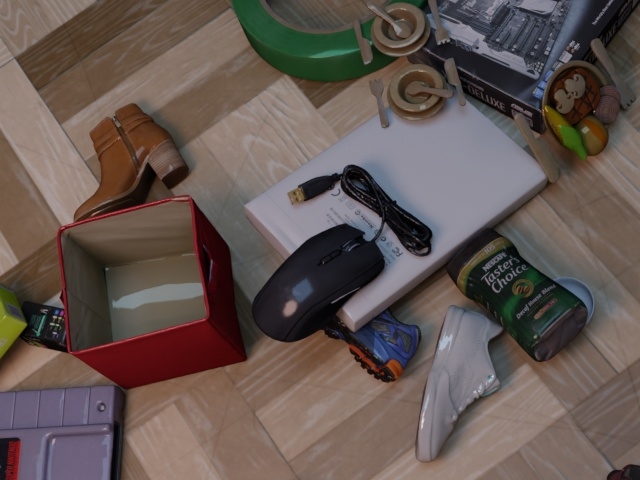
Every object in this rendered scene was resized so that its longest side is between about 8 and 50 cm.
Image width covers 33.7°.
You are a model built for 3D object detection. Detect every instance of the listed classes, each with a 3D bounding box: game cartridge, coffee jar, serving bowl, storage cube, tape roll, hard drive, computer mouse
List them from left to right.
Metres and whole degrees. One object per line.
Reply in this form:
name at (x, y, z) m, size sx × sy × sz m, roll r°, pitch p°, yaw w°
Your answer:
game cartridge at (-0.387, 0.375, 1.417) m, size 0.230 × 0.068 × 0.355 m, roll -4°, pitch 67°, yaw 6°
storage cube at (-0.225, 0.075, 1.431) m, size 0.215 × 0.193 × 0.183 m, roll -15°, pitch 66°, yaw 7°
computer mouse at (0.000, 0.000, 1.358) m, size 0.262 × 0.060 × 0.184 m, roll -34°, pitch 65°, yaw -18°
tape roll at (0.021, -0.402, 1.641) m, size 0.321 × 0.077 × 0.321 m, roll -4°, pitch 68°, yaw 10°
hard drive at (0.105, -0.061, 1.455) m, size 0.353 × 0.047 × 0.233 m, roll -36°, pitch 65°, yaw -18°
coffee jar at (0.252, 0.066, 1.377) m, size 0.096 × 0.079 × 0.184 m, roll -43°, pitch 52°, yaw -4°
serving bowl at (0.322, 0.091, 1.394) m, size 0.083 × 0.027 × 0.083 m, roll -13°, pitch 59°, yaw 23°

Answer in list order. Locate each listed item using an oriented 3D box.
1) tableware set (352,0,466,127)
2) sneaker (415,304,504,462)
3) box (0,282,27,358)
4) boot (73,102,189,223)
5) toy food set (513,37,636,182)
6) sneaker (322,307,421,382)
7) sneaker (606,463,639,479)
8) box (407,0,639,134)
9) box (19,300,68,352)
tableware set at (0.124, -0.261, 1.497) m, size 0.128 × 0.039 × 0.194 m, roll -15°, pitch 66°, yaw 6°
sneaker at (0.183, 0.190, 1.366) m, size 0.094 × 0.080 × 0.212 m, roll 17°, pitch 71°, yaw 6°
box at (-0.494, 0.153, 1.499) m, size 0.178 × 0.042 × 0.109 m, roll -51°, pitch 38°, yaw 6°
boot at (-0.314, -0.111, 1.596) m, size 0.197 × 0.073 × 0.152 m, roll -33°, pitch 66°, yaw -16°
toy food set at (0.359, -0.181, 1.443) m, size 0.192 × 0.132 × 0.038 m, roll -44°, pitch 22°, yaw -18°
sneaker at (0.047, 0.097, 1.437) m, size 0.087 × 0.083 × 0.221 m, roll -38°, pitch 67°, yaw -22°
sneaker at (0.333, 0.360, 1.262) m, size 0.281 × 0.106 × 0.162 m, roll -16°, pitch 46°, yaw 10°
box at (0.308, -0.340, 1.553) m, size 0.242 × 0.076 × 0.307 m, roll 34°, pitch 79°, yaw 22°
box at (-0.385, 0.126, 1.515) m, size 0.083 × 0.062 × 0.052 m, roll 9°, pitch 69°, yaw 15°
